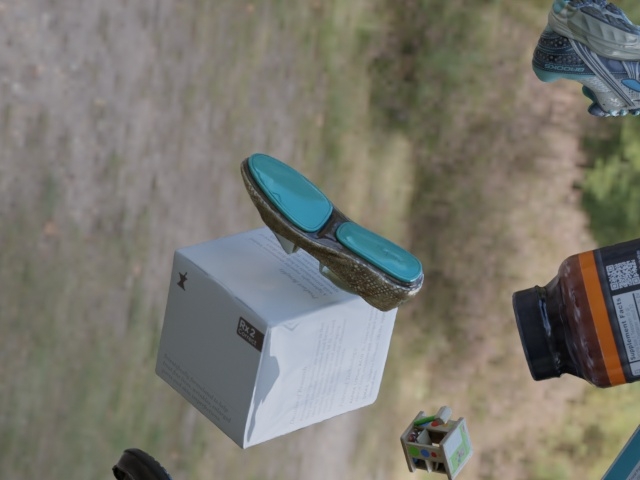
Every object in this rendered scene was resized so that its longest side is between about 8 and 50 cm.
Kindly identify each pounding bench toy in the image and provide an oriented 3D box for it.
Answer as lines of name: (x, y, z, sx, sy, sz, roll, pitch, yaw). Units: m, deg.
pounding bench toy: (0.125, 0.218, 1.979, 0.052, 0.065, 0.083, -46, 131, -41)

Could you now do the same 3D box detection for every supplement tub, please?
supplement tub: (0.245, 0.048, 1.299, 0.106, 0.197, 0.106, -14, 90, -79)

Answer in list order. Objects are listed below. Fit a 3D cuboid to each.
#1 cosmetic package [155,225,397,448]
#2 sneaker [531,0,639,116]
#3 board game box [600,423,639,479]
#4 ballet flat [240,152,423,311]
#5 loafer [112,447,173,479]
cosmetic package: (-0.043, 0.087, 1.755, 0.183, 0.151, 0.151, -15, 128, -39)
sneaker: (0.379, -0.201, 2.118, 0.122, 0.283, 0.110, -58, -159, 27)
board game box: (0.288, 0.278, 1.485, 0.254, 0.079, 0.336, -56, 151, 9)
ballet flat: (0.000, 0.000, 1.653, 0.073, 0.206, 0.067, -42, 166, -48)
loafer: (-0.164, 0.312, 1.785, 0.220, 0.078, 0.080, 59, -17, 23)
